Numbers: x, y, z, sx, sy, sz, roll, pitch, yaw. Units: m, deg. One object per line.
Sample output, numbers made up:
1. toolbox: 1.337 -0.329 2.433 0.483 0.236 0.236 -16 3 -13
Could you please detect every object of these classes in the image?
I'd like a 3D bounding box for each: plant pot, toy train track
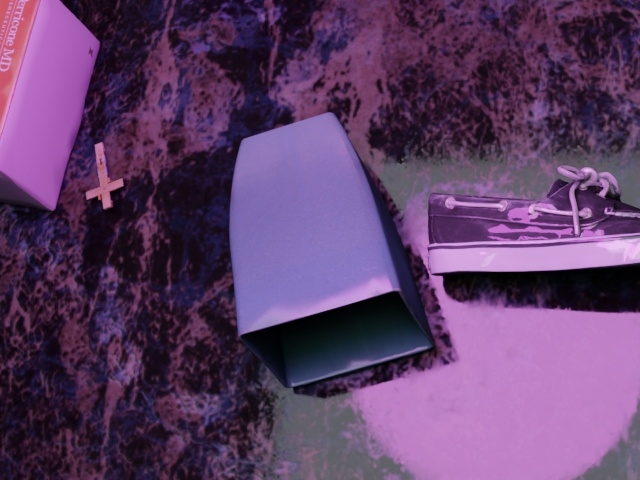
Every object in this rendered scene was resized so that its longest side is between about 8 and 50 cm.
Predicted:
1. plant pot: 0.000 0.000 1.591 0.166 0.165 0.234 -16 63 10
2. toy train track: -0.245 -0.072 1.752 0.048 0.014 0.083 -19 65 16

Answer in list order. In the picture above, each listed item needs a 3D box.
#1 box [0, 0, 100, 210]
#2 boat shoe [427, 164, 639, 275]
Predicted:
1. box: -0.459 -0.181 1.756 0.345 0.168 0.215 9 77 17
2. boat shoe: 0.257 -0.022 1.551 0.306 0.113 0.105 -3 88 23
